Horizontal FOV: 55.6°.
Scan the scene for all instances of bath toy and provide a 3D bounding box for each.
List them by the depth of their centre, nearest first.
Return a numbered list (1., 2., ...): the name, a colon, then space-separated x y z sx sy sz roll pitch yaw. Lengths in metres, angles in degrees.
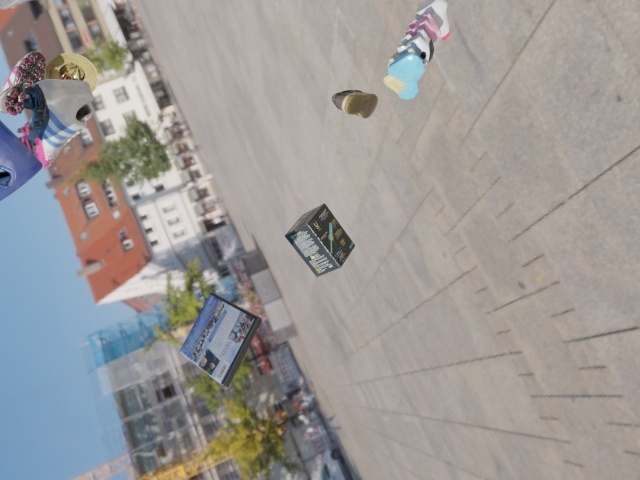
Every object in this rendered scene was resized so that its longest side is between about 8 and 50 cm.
1. bath toy: 0.285 -0.552 1.724 0.151 0.348 0.129 -12 129 43

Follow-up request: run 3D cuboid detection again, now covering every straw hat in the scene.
1. straw hat: -0.709 -0.482 1.735 0.061 0.144 0.145 -110 3 -51

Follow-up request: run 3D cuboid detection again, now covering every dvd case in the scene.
1. dvd case: -0.256 0.242 1.532 0.022 0.180 0.253 33 170 -36

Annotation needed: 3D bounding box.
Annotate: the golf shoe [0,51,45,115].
1. golf shoe: -0.798 -0.421 1.602 0.085 0.186 0.067 20 169 34

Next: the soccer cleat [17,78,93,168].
1. soccer cleat: -0.592 -0.254 1.375 0.331 0.143 0.116 -31 80 56

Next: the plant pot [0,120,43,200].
1. plant pot: -0.643 -0.117 0.972 0.235 0.212 0.236 -6 135 38

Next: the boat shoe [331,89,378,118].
1. boat shoe: 0.072 -0.282 1.230 0.049 0.056 0.152 31 -163 19

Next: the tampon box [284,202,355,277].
1. tampon box: 0.000 0.000 1.751 0.101 0.120 0.161 -25 108 39

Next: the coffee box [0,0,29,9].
1. coffee box: -0.639 -0.596 1.170 0.247 0.098 0.141 68 164 -13
